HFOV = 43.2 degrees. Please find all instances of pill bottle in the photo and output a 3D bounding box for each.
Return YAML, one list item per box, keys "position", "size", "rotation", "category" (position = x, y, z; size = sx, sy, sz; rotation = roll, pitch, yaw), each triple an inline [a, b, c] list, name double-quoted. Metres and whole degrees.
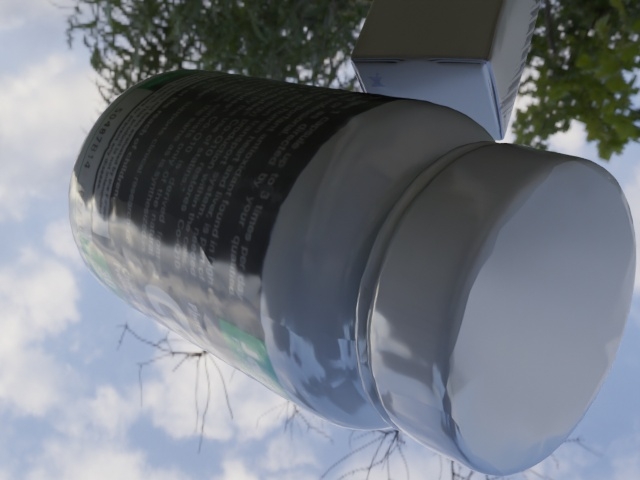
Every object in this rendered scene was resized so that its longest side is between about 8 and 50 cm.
- position: [0.000, 0.000, 0.540]
  size: [0.204, 0.204, 0.361]
  rotation: [-26, -151, -34]
  category: "pill bottle"

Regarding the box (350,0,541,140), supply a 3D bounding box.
- position: [0.124, -0.218, 0.673]
  size: [0.113, 0.094, 0.275]
  rotation: [8, -119, 26]
  category: "box"
